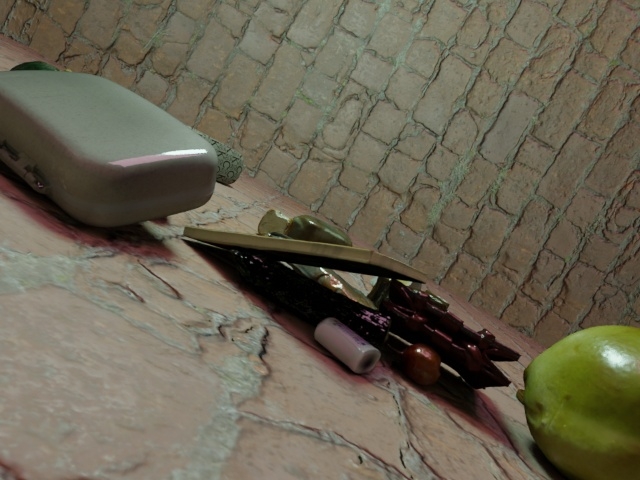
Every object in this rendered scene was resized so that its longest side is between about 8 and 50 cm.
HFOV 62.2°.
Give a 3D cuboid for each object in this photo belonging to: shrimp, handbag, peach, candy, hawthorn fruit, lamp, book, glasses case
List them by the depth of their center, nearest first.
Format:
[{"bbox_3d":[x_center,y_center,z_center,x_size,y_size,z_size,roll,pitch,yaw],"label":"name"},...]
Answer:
[{"bbox_3d":[0.509,0.287,0.866,0.314,0.282,0.315,21,1,-22],"label":"peach"},{"bbox_3d":[0.152,0.200,0.888,0.103,0.067,0.067,22,7,-7],"label":"hawthorn fruit"},{"bbox_3d":[-0.023,0.027,0.956,0.373,0.028,0.262,7,-7,30],"label":"book"},{"bbox_3d":[0.226,0.180,1.007,0.260,0.084,0.275,33,-9,11],"label":"handbag"},{"bbox_3d":[0.004,0.078,1.196,0.316,0.062,0.164,37,4,22],"label":"shrimp"},{"bbox_3d":[0.238,0.168,1.420,0.090,0.089,0.325,35,7,33],"label":"lamp"},{"bbox_3d":[0.000,0.000,1.566,0.233,0.104,0.102,24,10,-47],"label":"candy"},{"bbox_3d":[-0.415,-0.308,1.939,0.085,0.137,0.354,26,2,35],"label":"glasses case"}]

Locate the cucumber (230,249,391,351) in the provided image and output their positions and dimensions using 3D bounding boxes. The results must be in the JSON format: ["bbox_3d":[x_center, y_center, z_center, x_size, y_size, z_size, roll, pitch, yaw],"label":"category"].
[{"bbox_3d":[-0.019,0.095,0.872,0.300,0.072,0.072,27,6,2],"label":"cucumber"}]

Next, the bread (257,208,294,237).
[{"bbox_3d":[-0.121,-0.039,1.426,0.076,0.083,0.070,30,3,3],"label":"bread"}]

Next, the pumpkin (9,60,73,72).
[{"bbox_3d":[-0.539,-0.275,1.064,0.190,0.146,0.190,41,21,-20],"label":"pumpkin"}]

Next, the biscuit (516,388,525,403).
[{"bbox_3d":[0.529,0.394,1.259,0.124,0.026,0.175,35,8,35],"label":"biscuit"}]

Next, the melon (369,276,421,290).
[{"bbox_3d":[0.237,0.159,1.611,0.202,0.093,0.140,-9,-59,53],"label":"melon"}]

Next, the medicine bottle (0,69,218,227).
[{"bbox_3d":[-0.354,-0.160,0.836,0.375,0.123,0.282,32,29,27],"label":"medicine bottle"}]

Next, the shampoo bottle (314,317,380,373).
[{"bbox_3d":[0.034,0.153,0.791,0.099,0.043,0.072,33,6,31],"label":"shampoo bottle"}]
